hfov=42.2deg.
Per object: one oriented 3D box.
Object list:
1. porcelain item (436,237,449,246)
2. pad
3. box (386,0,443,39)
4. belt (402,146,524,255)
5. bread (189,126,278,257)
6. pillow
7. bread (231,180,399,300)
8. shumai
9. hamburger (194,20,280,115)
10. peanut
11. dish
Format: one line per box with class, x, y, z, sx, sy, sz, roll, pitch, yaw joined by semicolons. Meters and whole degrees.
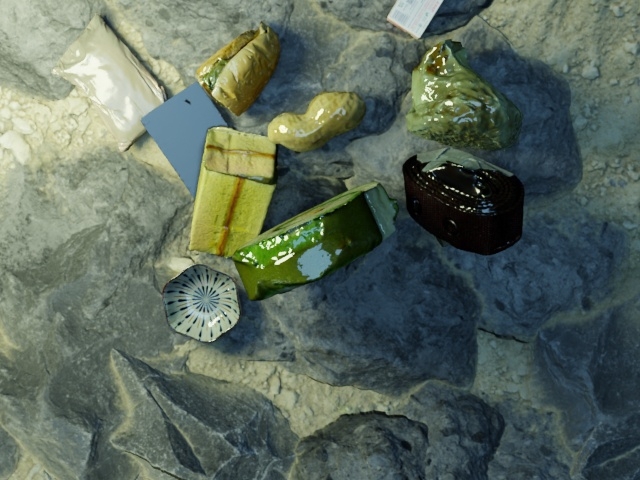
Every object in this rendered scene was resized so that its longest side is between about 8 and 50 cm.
porcelain item;0.364;-0.056;1.900;0.215;0.069;0.081;-21;93;-1
pad;-0.271;-0.209;1.889;0.159;0.009;0.265;-33;106;0
box;0.215;-0.523;1.840;0.089;0.043;0.125;33;97;-3
belt;0.305;-0.100;1.788;0.184;0.289;0.164;-36;138;-28
bread;-0.206;-0.107;1.900;0.167;0.163;0.264;11;132;-13
pillow;-0.473;-0.353;1.867;0.173;0.067;0.270;-42;96;1
bread;0.000;0.000;1.759;0.382;0.366;0.129;-27;95;-12
shumai;0.326;-0.311;1.791;0.260;0.225;0.222;14;86;-7
hamburger;-0.161;-0.378;1.822;0.207;0.155;0.135;-41;100;-1
peanut;-0.008;-0.265;1.858;0.229;0.098;0.103;-25;56;4
dish;-0.272;0.140;1.935;0.190;0.066;0.191;0;100;2
